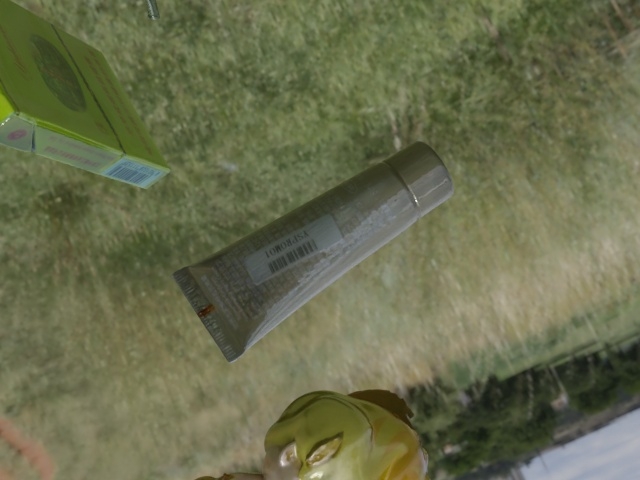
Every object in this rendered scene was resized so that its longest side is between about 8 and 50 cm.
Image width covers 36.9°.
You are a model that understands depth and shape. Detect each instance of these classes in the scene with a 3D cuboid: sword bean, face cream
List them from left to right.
[{"bbox_3d":[-0.131,-0.197,0.679,0.012,0.083,0.012,-15,-155,7],"label":"sword bean"},{"bbox_3d":[0.000,0.000,1.146,0.341,0.137,0.084,-33,157,-10],"label":"face cream"}]

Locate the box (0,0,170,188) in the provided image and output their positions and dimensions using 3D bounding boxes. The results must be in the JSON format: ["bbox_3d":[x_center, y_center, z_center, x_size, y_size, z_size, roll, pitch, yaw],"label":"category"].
[{"bbox_3d":[-0.283,-0.161,1.008,0.047,0.187,0.335,-33,168,10],"label":"box"}]

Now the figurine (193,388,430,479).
[{"bbox_3d":[-0.025,0.202,0.810,0.246,0.131,0.156,-15,144,-14],"label":"figurine"}]
